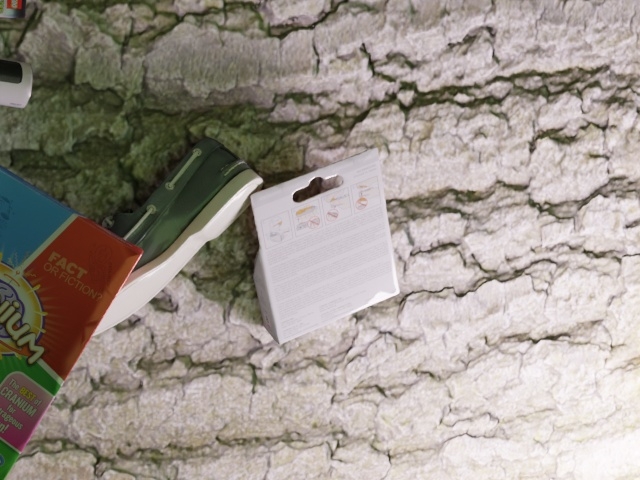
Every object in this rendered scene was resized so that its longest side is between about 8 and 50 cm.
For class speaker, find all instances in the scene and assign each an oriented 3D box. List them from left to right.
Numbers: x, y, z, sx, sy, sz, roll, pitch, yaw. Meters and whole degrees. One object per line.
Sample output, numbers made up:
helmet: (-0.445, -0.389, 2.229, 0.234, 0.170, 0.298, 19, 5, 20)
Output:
speaker: (-0.404, -0.187, 1.946, 0.136, 0.055, 0.055, 7, 103, -28)

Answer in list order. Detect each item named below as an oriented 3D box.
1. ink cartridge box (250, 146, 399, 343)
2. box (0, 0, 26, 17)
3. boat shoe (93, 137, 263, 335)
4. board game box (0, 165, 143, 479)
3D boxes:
ink cartridge box: (0.000, 0.000, 2.199, 0.189, 0.066, 0.232, -22, 120, -18)
box: (-0.402, -0.276, 1.828, 0.114, 0.207, 0.036, -3, 108, -27)
boat shoe: (-0.218, 0.000, 2.099, 0.319, 0.116, 0.099, -42, 77, -1)
board game box: (-0.392, 0.086, 1.986, 0.242, 0.064, 0.316, 31, 91, -7)
